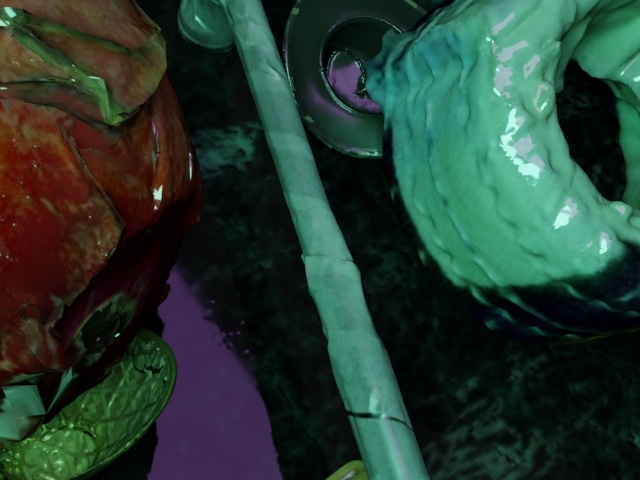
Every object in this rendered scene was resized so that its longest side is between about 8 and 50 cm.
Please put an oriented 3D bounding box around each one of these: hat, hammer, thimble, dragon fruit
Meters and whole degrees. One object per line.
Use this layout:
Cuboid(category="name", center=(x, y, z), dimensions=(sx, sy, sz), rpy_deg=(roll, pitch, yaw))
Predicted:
Cuboid(category="hat", center=(0.026, -0.103, 0.832), dimensions=(0.121, 0.050, 0.121), rpy_deg=(3, 75, -13))
Cuboid(category="hammer", center=(-0.001, 0.000, 0.723), dimensions=(0.044, 0.152, 0.427), rpy_deg=(-12, 69, -16))
Cuboid(category="hat", center=(-0.137, 0.108, 0.704), dimensions=(0.146, 0.067, 0.146), rpy_deg=(-9, 29, 5))
Cuboid(category="thimble", center=(0.149, -0.061, 0.760), dimensions=(0.237, 0.150, 0.237), rpy_deg=(6, 76, -26))
Cuboid(category="dragon fruit", center=(-0.203, -0.047, 0.634), dimensions=(0.301, 0.295, 0.295), rpy_deg=(32, 64, 13))

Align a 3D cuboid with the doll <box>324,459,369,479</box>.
Cuboid(category="doll", center=(0.008, 0.202, 0.680), dimensions=(0.217, 0.085, 0.183), rpy_deg=(9, 64, -27))
